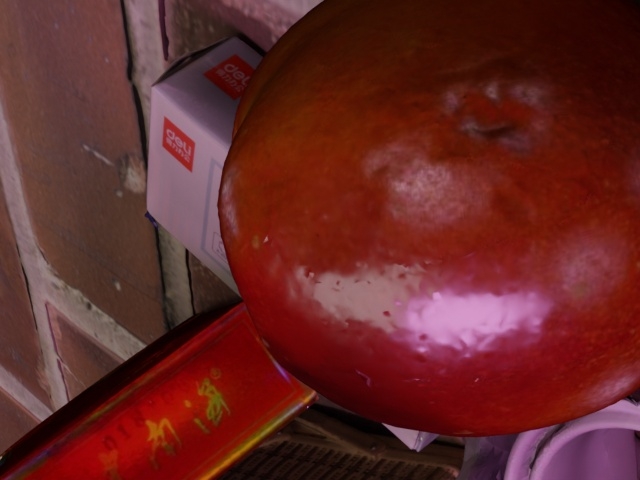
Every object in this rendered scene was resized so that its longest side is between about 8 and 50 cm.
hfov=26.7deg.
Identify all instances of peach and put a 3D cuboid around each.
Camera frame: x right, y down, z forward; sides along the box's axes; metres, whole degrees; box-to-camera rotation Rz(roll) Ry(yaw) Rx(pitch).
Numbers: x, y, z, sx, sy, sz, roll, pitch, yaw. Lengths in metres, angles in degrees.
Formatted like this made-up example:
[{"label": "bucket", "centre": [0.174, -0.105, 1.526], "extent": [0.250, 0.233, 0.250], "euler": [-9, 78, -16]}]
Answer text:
[{"label": "peach", "centre": [0.073, -0.024, 0.621], "extent": [0.243, 0.243, 0.199], "euler": [35, 160, 28]}]

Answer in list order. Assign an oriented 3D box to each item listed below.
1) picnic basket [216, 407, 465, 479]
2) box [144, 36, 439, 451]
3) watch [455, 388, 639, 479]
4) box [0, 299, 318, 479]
[{"label": "picnic basket", "centre": [0.006, 0.269, 1.038], "extent": [0.313, 0.175, 0.228], "euler": [-1, 119, 49]}, {"label": "box", "centre": [0.000, 0.000, 0.864], "extent": [0.269, 0.079, 0.135], "euler": [41, 147, 20]}, {"label": "watch", "centre": [0.190, 0.176, 0.693], "extent": [0.217, 0.211, 0.248], "euler": [-36, 82, 50]}, {"label": "box", "centre": [-0.132, 0.136, 0.981], "extent": [0.089, 0.197, 0.313], "euler": [53, 167, -2]}]
